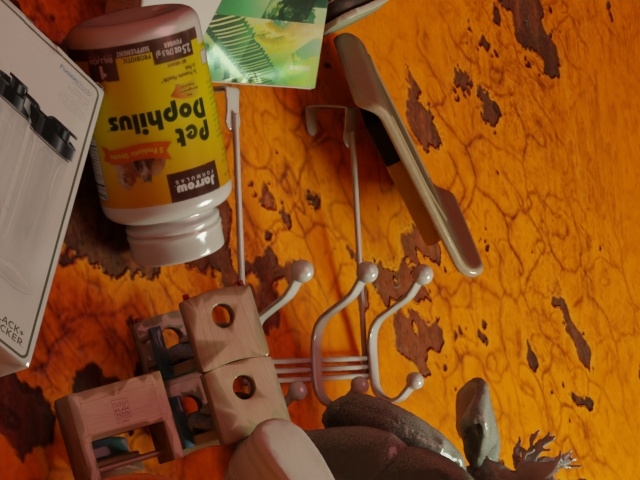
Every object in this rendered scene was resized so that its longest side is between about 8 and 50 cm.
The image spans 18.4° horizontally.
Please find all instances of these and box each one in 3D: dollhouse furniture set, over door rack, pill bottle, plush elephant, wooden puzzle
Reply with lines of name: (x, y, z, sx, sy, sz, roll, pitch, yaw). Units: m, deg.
dollhouse furniture set: (-0.147, 0.124, 1.654, 0.184, 0.129, 0.129, -14, 84, -28)
over door rack: (0.000, 0.000, 1.923, 0.239, 0.108, 0.324, 4, 71, -57)
pill bottle: (-0.144, -0.091, 1.716, 0.117, 0.117, 0.215, -36, 119, -57)
plush elephant: (0.106, 0.270, 1.822, 0.255, 0.330, 0.271, 39, 33, -67)
wooden puzzle: (0.085, -0.090, 2.092, 0.238, 0.044, 0.221, 57, 8, -24)

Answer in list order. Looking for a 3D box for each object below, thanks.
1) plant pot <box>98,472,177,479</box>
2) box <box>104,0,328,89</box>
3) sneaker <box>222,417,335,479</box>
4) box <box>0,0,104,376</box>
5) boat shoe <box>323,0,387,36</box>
plant pot: (-0.112, 0.298, 1.533, 0.188, 0.205, 0.205, 39, 42, -63)
box: (-0.080, -0.305, 1.830, 0.232, 0.058, 0.322, -1, 105, -43)
sneaker: (-0.009, 0.252, 1.583, 0.080, 0.094, 0.212, -3, 54, -47)
box: (-0.279, -0.049, 1.540, 0.169, 0.087, 0.290, 43, 42, -37)
boat shoe: (0.040, -0.282, 2.162, 0.068, 0.081, 0.228, 63, 26, -9)
